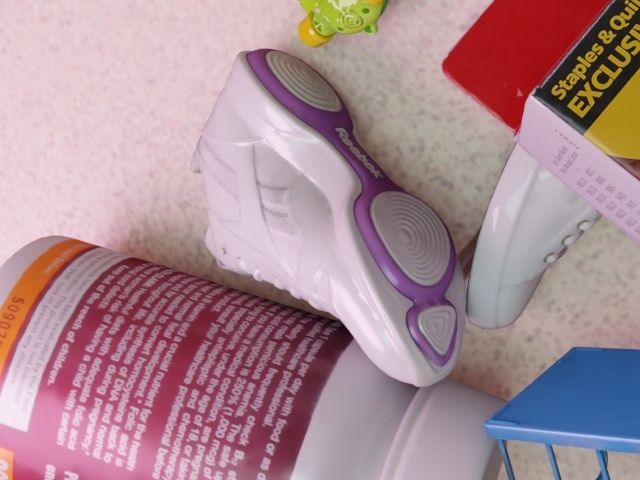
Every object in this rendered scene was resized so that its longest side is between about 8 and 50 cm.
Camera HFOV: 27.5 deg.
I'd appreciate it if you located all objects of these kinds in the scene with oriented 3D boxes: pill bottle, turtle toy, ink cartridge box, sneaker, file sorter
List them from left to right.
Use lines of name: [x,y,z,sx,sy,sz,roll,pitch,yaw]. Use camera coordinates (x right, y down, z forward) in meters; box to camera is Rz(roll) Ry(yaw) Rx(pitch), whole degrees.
pill bottle: [-0.068,0.153,1.002,0.392,0.224,0.224,17,108,14]
sneaker: [0.000,0.000,0.977,0.152,0.114,0.305,-52,53,28]
turtle toy: [0.012,-0.212,0.972,0.095,0.066,0.130,-28,91,46]
sneaker: [0.200,-0.048,0.929,0.123,0.106,0.290,27,108,13]
file sorter: [0.222,0.144,0.873,0.170,0.118,0.104,-2,112,46]
ink cartridge box: [0.270,-0.148,0.808,0.272,0.130,0.309,39,86,7]
